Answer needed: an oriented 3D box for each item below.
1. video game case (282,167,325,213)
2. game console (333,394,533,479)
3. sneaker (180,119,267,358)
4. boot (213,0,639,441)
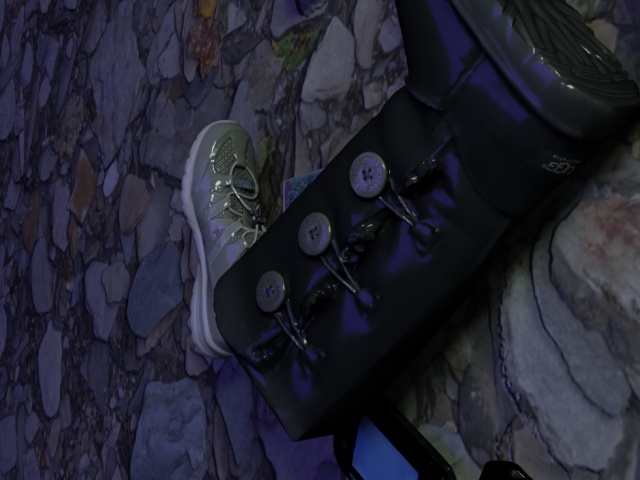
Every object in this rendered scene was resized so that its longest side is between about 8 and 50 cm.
[{"bbox_3d":[0.000,0.000,1.329,0.143,0.019,0.157,-12,75,58],"label":"video game case"},{"bbox_3d":[0.098,0.263,1.099,0.361,0.044,0.213,43,121,53],"label":"game console"},{"bbox_3d":[-0.086,-0.005,1.421,0.115,0.105,0.281,-9,83,42],"label":"sneaker"},{"bbox_3d":[0.045,-0.081,1.127,0.445,0.146,0.367,-54,43,35],"label":"boot"}]
